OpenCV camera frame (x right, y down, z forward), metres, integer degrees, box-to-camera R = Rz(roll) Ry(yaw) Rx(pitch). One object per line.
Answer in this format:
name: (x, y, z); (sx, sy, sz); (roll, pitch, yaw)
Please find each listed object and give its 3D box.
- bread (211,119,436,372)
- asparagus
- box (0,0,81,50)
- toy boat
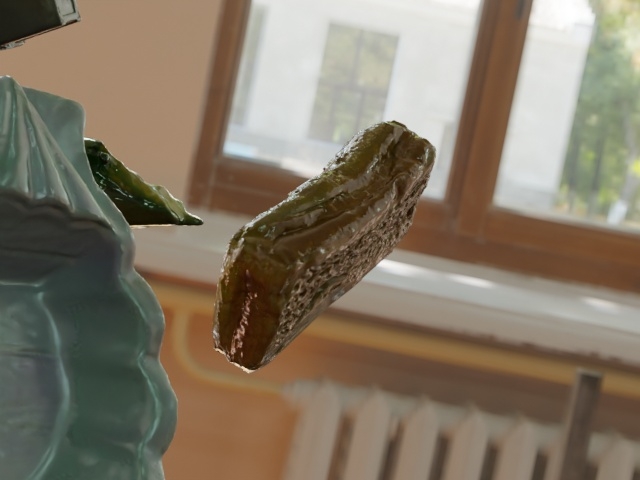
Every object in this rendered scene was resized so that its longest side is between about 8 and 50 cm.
bread: (0.002, 0.001, 1.219); (0.077, 0.139, 0.271); (30, 39, 14)
asparagus: (-0.251, -0.040, 0.998); (0.343, 0.085, 0.082); (0, 8, -1)
box: (-0.232, -0.198, 1.158); (0.063, 0.084, 0.060); (-14, 9, 15)
toy boat: (-0.180, 0.057, 0.797); (0.100, 0.290, 0.199); (-17, -21, 42)
